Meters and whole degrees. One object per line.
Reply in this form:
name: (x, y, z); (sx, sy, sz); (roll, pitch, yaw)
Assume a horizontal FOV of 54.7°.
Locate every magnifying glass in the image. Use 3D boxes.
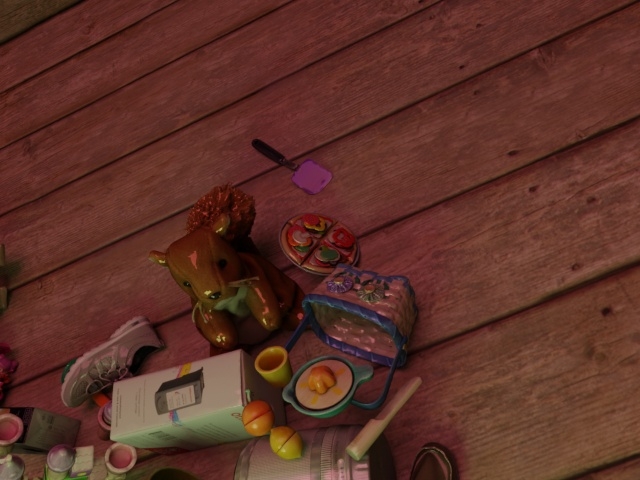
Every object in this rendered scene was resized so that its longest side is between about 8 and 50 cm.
magnifying glass: (-0.588, 0.382, 1.590); (0.231, 0.026, 0.092); (28, 75, 36)

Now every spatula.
spatula: (-0.095, -0.218, 1.724); (0.296, 0.030, 0.084); (34, 80, 34)

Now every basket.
basket: (0.061, 0.198, 1.304); (0.255, 0.201, 0.289); (10, 57, 29)

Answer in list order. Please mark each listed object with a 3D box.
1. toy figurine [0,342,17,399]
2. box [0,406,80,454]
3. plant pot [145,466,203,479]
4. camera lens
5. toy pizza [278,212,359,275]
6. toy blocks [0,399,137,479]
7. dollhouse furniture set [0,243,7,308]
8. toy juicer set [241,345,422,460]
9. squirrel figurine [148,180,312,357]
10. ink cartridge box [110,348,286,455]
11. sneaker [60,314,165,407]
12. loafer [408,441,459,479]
toy figurine: (-0.896, 0.356, 1.688); (0.130, 0.173, 0.159); (-40, 18, 50)
box: (-0.769, 0.470, 1.527); (0.290, 0.169, 0.087); (-5, 62, 20)
plant pot: (-0.330, 0.644, 1.190); (0.293, 0.275, 0.275); (-45, 53, 5)
camera lens: (-0.011, 0.467, 1.162); (0.274, 0.219, 0.219); (-13, 57, 16)
toy pizza: (0.000, 0.000, 1.485); (0.201, 0.032, 0.201); (10, 46, -11)
toy blocks: (-0.517, 0.485, 1.270); (0.289, 0.260, 0.309); (0, 56, -29)
dollhouse furniture set: (-1.120, 0.201, 1.737); (0.257, 0.362, 0.394); (-4, 90, 20)
toy juicer set: (-0.006, 0.293, 1.116); (0.329, 0.089, 0.209); (1, 42, 29)
squirrel figurine: (-0.231, 0.062, 1.406); (0.281, 0.370, 0.397); (-26, 54, 8)
ink cartridge box: (-0.257, 0.358, 1.333); (0.306, 0.226, 0.131); (-17, 57, 12)
sneaker: (-0.515, 0.313, 1.536); (0.115, 0.105, 0.281); (38, 74, 25)
loafer: (0.197, 0.496, 1.136); (0.094, 0.087, 0.251); (0, 61, 23)
